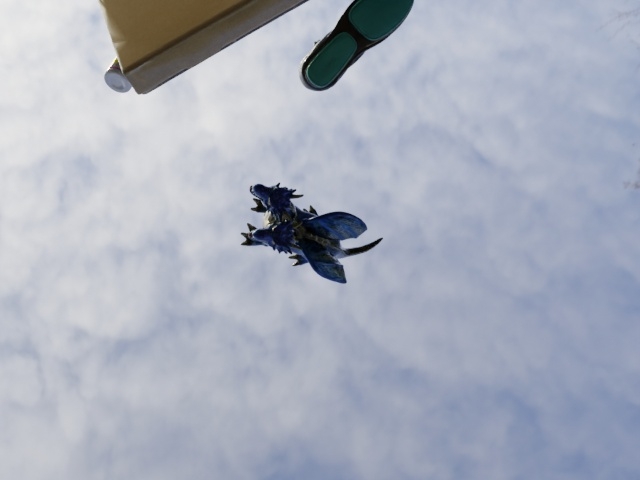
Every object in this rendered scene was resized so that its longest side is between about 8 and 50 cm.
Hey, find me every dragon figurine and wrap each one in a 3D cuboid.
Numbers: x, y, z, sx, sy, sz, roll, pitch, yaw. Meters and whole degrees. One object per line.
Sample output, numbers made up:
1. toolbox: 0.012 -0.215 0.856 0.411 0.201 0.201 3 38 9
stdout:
1. dragon figurine: 0.000 0.000 1.006 0.289 0.144 0.085 23 -93 -39

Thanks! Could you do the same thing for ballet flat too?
1. ballet flat: 0.044 -0.288 1.131 0.203 0.074 0.074 -45 -105 -5

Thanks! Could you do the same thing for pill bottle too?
1. pill bottle: -0.283 -0.259 1.186 0.043 0.043 0.083 20 -125 1

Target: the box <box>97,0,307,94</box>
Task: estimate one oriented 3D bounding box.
1. box: -0.038 -0.181 0.461 0.201 0.021 0.164 -30 -132 2
